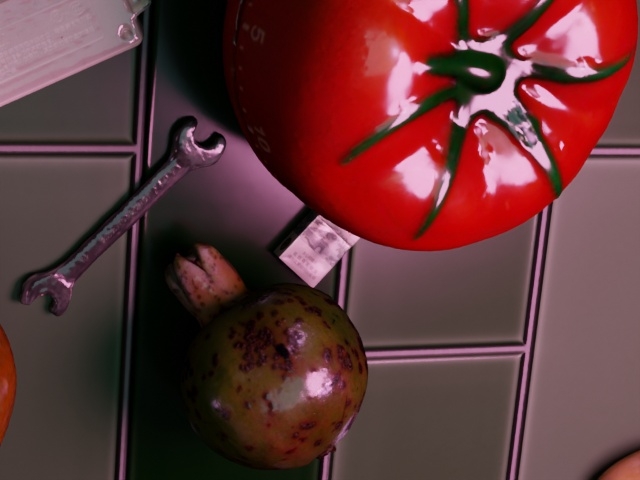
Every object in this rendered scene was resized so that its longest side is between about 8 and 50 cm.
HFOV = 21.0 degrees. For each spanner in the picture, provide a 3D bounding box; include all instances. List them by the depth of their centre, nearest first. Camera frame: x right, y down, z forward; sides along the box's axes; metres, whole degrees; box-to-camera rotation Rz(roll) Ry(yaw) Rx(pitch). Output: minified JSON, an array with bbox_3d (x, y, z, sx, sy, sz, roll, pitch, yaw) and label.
[{"bbox_3d":[-0.193,-0.021,1.685,0.254,0.015,0.054,-44,117,-1],"label":"spanner"}]

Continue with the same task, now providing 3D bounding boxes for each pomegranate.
[{"bbox_3d":[-0.063,0.110,1.684,0.202,0.202,0.248,-38,88,-4],"label":"pomegranate"}]

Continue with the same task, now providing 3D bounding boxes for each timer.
[{"bbox_3d":[0.097,-0.184,1.575,0.378,0.279,0.378,-11,119,-21],"label":"timer"}]

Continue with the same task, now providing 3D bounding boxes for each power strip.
[{"bbox_3d":[-0.315,-0.167,1.572,0.338,0.058,0.098,-26,114,-10],"label":"power strip"}]

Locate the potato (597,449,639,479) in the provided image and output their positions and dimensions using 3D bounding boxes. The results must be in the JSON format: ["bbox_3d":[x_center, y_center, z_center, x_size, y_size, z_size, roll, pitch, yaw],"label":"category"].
[{"bbox_3d":[0.392,0.282,1.935,0.178,0.118,0.109,-13,76,-1],"label":"potato"}]

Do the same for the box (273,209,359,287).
[{"bbox_3d":[0.000,0.000,1.753,0.083,0.024,0.054,-47,114,1],"label":"box"}]

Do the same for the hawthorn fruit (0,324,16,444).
[{"bbox_3d":[-0.413,0.163,1.547,0.277,0.277,0.298,-1,135,-19],"label":"hawthorn fruit"}]
